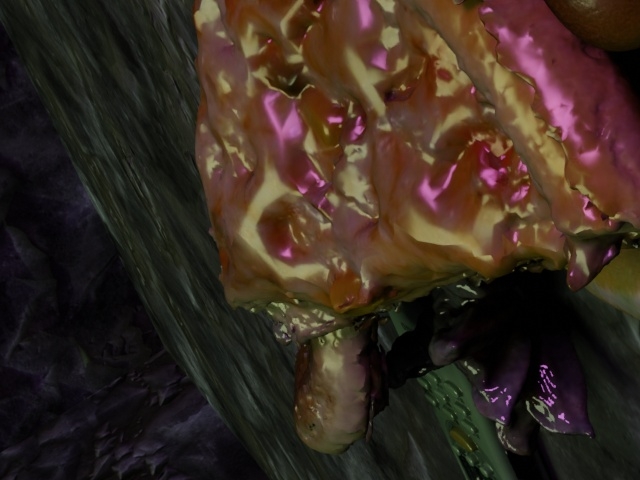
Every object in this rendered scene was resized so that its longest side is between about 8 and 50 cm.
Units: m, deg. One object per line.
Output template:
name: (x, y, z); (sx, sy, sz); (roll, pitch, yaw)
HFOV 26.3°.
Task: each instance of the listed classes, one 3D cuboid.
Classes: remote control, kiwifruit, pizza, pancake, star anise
remote control: (0.149, 0.163, 1.339); (0.140, 0.056, 0.296); (29, 149, 60)
kiwifruit: (0.134, -0.150, 0.684); (0.124, 0.075, 0.075); (55, 166, -5)
pizza: (0.005, -0.131, 0.873); (0.435, 0.080, 0.392); (-20, 89, 52)
pancake: (0.001, 0.000, 1.172); (0.382, 0.071, 0.382); (177, 90, -84)
star anise: (0.115, 0.049, 1.074); (0.212, 0.129, 0.283); (-151, 48, -68)

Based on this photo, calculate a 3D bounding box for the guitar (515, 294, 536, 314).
guitar: (0.128, 0.025, 1.174); (0.233, 0.025, 0.088); (48, 159, 35)

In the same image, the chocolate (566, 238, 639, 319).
chocolate: (0.195, 0.008, 0.824); (0.086, 0.085, 0.219); (63, 169, -20)
